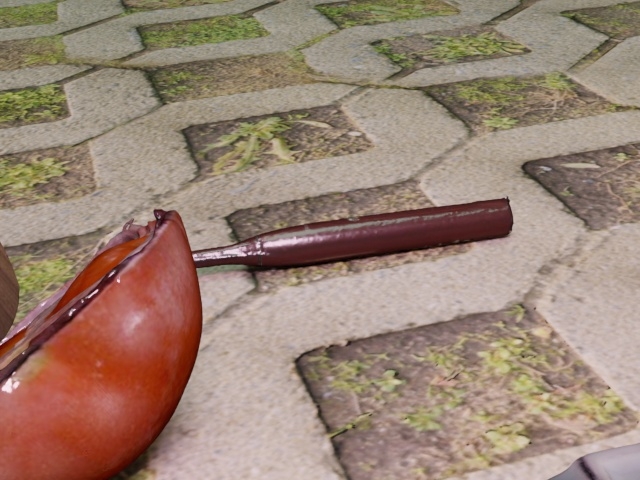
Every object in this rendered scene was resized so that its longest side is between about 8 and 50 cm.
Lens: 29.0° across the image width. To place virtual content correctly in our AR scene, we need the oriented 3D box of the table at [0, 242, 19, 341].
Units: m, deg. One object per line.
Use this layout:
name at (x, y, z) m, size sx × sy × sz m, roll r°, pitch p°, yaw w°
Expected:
table at (-0.440, 0.040, 0.862) m, size 0.249 × 0.317 × 0.317 m, roll -1°, pitch 18°, yaw 44°

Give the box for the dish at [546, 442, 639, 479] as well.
dish at (0.191, 0.168, 0.608) m, size 0.182 × 0.080 × 0.243 m, roll -7°, pitch 23°, yaw -11°

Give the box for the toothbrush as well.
toothbrush at (0.000, 0.001, 1.111) m, size 0.364 × 0.041 × 0.041 m, roll -8°, pitch 22°, yaw -11°

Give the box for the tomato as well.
tomato at (-0.151, 0.087, 0.794) m, size 0.228 × 0.112 × 0.199 m, roll -40°, pitch 11°, yaw 4°
